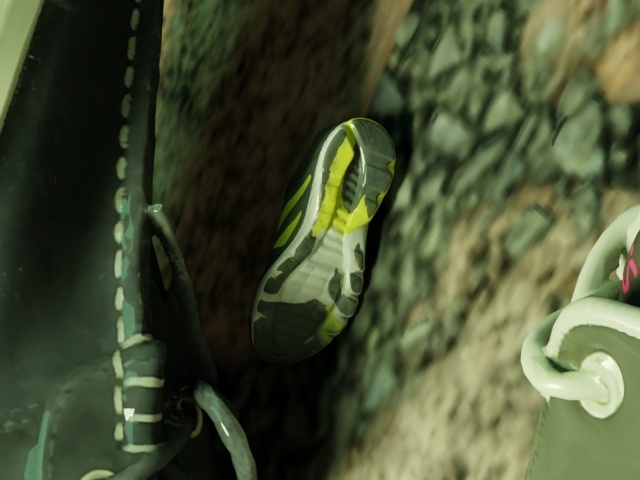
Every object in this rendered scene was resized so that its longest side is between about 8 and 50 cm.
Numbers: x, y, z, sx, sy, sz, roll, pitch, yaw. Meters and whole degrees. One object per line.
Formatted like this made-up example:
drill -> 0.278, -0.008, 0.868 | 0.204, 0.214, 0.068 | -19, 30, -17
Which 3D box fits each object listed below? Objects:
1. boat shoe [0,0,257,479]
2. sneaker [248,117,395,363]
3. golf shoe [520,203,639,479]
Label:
boat shoe -> -0.101, 0.068, 0.637 | 0.187, 0.156, 0.500 | 156, 126, -65
sneaker -> 0.000, 0.000, 0.639 | 0.083, 0.031, 0.035 | -66, 16, 3
golf shoe -> 0.076, 0.042, 0.361 | 0.273, 0.120, 0.105 | -35, 15, 44
